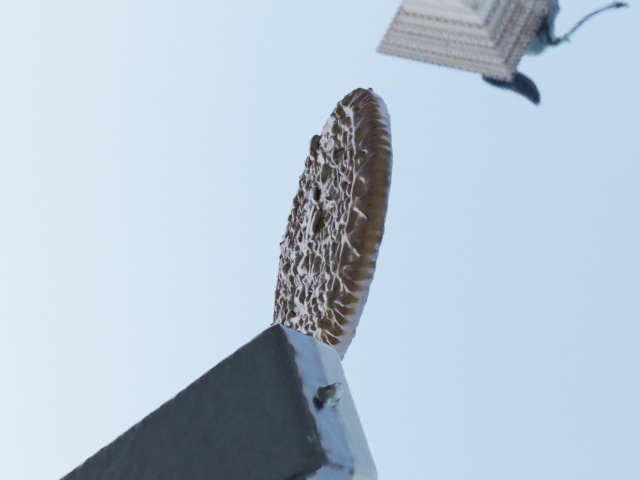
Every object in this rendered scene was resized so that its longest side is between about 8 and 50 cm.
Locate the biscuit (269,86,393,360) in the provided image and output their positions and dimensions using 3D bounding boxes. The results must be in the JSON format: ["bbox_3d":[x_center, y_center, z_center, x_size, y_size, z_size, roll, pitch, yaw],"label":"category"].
[{"bbox_3d":[0.000,0.000,0.848,0.038,0.305,0.305,13,-112,-13],"label":"biscuit"}]

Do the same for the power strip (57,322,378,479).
[{"bbox_3d":[-0.079,0.157,0.541,0.257,0.070,0.105,-38,-130,21],"label":"power strip"}]
